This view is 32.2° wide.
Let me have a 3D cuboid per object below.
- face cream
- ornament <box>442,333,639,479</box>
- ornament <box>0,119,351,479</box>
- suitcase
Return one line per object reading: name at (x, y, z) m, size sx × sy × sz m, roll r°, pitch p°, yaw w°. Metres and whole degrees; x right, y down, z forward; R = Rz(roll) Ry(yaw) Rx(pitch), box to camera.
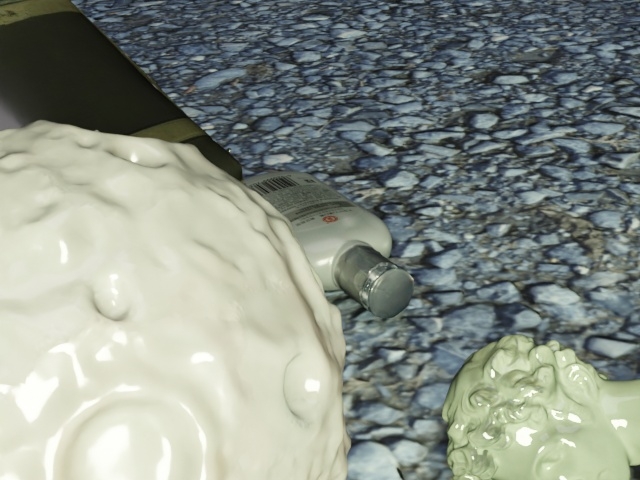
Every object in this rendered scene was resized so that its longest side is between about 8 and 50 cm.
face cream at (0.000, 0.000, 1.177) m, size 0.144 × 0.071 × 0.291 m, roll -18°, pitch 28°, yaw -26°
ornament at (0.233, 0.134, 0.815) m, size 0.285 × 0.120 × 0.130 m, roll 3°, pitch 24°, yaw 10°
ornament at (-0.147, 0.083, 0.678) m, size 0.337 × 0.337 × 0.337 m, roll -2°, pitch 25°, yaw 1°
suitcase at (-0.283, -0.085, 1.074) m, size 0.434 × 0.194 × 0.283 m, roll 44°, pitch 42°, yaw 14°
